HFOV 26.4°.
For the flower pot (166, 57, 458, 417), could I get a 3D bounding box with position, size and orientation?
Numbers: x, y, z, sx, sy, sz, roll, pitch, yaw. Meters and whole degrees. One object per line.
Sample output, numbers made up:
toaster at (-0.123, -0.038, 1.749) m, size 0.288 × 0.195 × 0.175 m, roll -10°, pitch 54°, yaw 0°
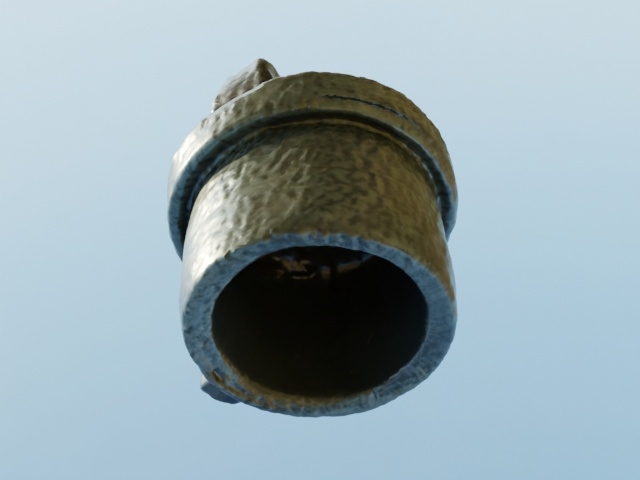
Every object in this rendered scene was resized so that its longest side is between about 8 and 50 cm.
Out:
flower pot at (0.000, 0.000, 1.276) m, size 0.299 × 0.299 × 0.283 m, roll 17°, pitch -142°, yaw -19°
